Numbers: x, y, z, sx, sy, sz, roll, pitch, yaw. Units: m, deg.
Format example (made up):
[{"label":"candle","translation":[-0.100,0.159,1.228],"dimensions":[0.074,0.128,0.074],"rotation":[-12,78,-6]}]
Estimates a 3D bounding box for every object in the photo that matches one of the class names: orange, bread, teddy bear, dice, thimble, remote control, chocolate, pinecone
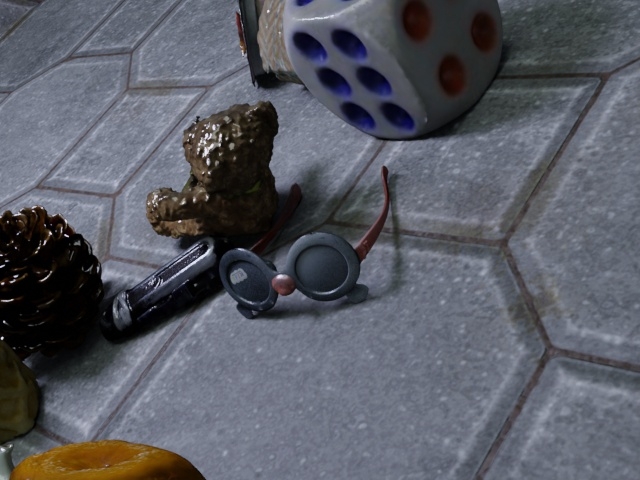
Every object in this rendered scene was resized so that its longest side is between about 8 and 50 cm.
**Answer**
[{"label":"orange","translation":[-0.236,0.331,1.086],"dimensions":[0.249,0.183,0.249],"rotation":[-2,2,0]},{"label":"bread","translation":[-0.553,0.186,1.467],"dimensions":[0.152,0.267,0.130],"rotation":[2,44,45]},{"label":"teddy bear","translation":[-0.182,-0.112,1.517],"dimensions":[0.296,0.222,0.246],"rotation":[17,49,45]},{"label":"dice","translation":[0.115,-0.333,1.506],"dimensions":[0.243,0.259,0.251],"rotation":[7,54,47]},{"label":"thimble","translation":[-0.003,-0.396,1.748],"dimensions":[0.148,0.196,0.229],"rotation":[19,91,54]},{"label":"remote control","translation":[-0.249,0.073,1.505],"dimensions":[0.266,0.066,0.090],"rotation":[-29,33,10]},{"label":"chocolate","translation":[-0.090,-0.425,1.884],"dimensions":[0.147,0.221,0.221],"rotation":[-14,35,-5]},{"label":"pinecone","translation":[-0.465,0.066,1.558],"dimensions":[0.224,0.272,0.224],"rotation":[2,47,-2]}]

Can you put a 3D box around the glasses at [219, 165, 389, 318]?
[{"label":"glasses","translation":[0.000,0.000,1.407],"dimensions":[0.234,0.118,0.268],"rotation":[-12,21,33]}]

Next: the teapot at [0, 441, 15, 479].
[{"label":"teapot","translation":[-0.508,0.416,1.247],"dimensions":[0.318,0.149,0.220],"rotation":[-26,31,21]}]
